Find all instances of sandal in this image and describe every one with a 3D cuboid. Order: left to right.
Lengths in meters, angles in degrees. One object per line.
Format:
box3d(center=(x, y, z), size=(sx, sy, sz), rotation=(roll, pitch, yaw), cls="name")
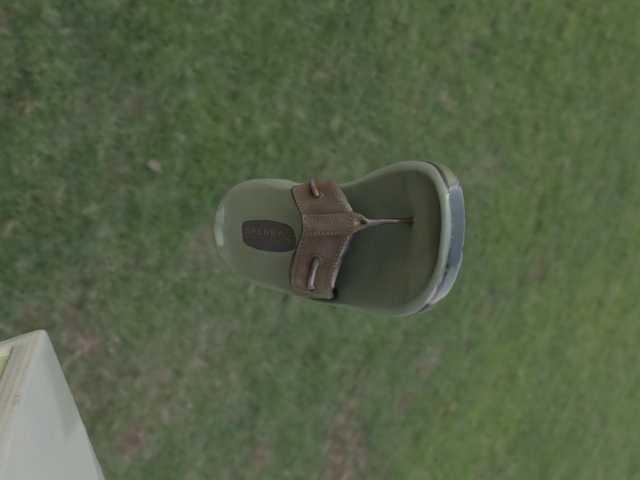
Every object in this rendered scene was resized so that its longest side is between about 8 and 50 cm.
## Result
box3d(center=(-0.001, 0.002, 1.121), size=(0.086, 0.302, 0.120), rotation=(-1, 89, -42), cls="sandal")

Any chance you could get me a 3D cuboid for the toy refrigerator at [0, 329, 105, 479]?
box3d(center=(-0.133, 0.117, 0.440), size=(0.269, 0.102, 0.094), rotation=(-108, 180, -74), cls="toy refrigerator")
